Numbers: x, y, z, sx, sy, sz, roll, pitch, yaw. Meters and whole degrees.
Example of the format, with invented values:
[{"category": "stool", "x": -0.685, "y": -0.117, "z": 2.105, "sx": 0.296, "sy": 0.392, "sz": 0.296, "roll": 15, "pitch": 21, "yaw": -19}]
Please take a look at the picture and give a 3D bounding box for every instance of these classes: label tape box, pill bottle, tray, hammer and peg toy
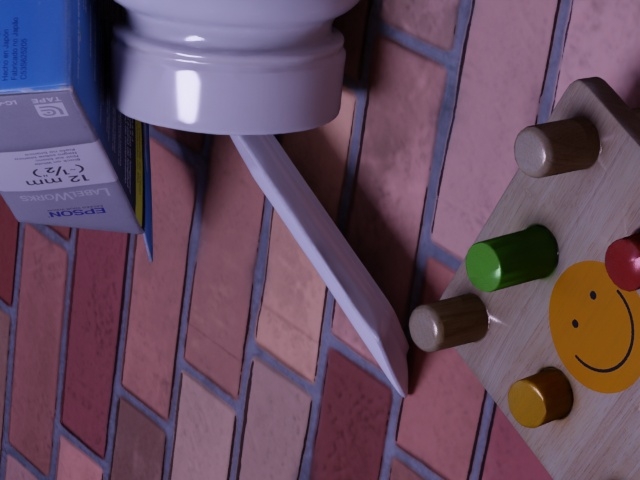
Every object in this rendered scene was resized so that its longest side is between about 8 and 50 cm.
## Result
[{"category": "label tape box", "x": -0.224, "y": -0.153, "z": 1.625, "sx": 0.348, "sy": 0.115, "sz": 0.249, "roll": 79, "pitch": -173, "yaw": -66}, {"category": "pill bottle", "x": -0.066, "y": -0.293, "z": 1.490, "sx": 0.224, "sy": 0.224, "sz": 0.392, "roll": 23, "pitch": 117, "yaw": 46}, {"category": "tray", "x": 0.000, "y": 0.000, "z": 1.598, "sx": 0.270, "sy": 0.030, "sz": 0.145, "roll": 56, "pitch": 175, "yaw": 26}, {"category": "hammer and peg toy", "x": 0.223, "y": 0.027, "z": 1.289, "sx": 0.266, "sy": 0.127, "sz": 0.361, "roll": 54, "pitch": 136, "yaw": 27}]
